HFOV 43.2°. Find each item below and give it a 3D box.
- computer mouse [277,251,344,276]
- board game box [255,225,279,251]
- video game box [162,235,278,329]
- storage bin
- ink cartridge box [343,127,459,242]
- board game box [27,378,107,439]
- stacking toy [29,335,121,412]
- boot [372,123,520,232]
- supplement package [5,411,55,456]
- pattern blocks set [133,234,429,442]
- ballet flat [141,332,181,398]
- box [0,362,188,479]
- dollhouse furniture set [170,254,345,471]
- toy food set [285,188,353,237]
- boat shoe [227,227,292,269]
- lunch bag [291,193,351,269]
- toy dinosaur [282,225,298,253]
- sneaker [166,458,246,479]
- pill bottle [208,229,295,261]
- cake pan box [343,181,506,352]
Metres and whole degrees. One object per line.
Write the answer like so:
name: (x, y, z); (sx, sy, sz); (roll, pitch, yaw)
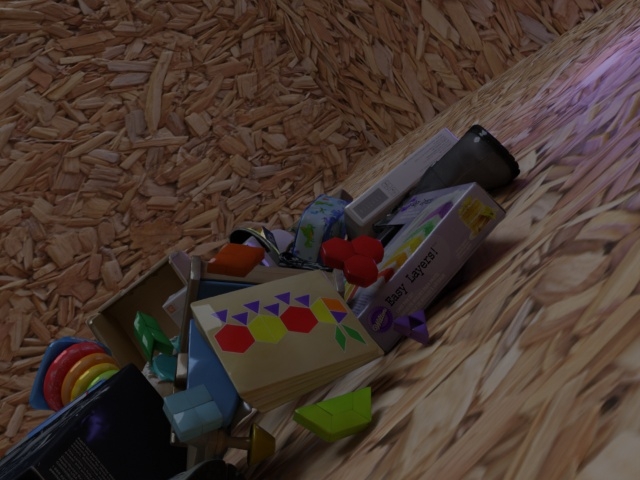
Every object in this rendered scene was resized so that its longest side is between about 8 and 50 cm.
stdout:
computer mouse: (0.022, 0.050, 1.332); (0.106, 0.042, 0.193); (7, -6, 31)
board game box: (-0.151, 0.100, 1.797); (0.165, 0.042, 0.243); (-39, 41, 16)
video game box: (-0.119, 0.126, 1.290); (0.187, 0.205, 0.048); (-36, 8, 20)
storage bin: (-0.355, 0.197, 1.848); (0.262, 0.260, 0.123); (-37, -6, 14)
ink cartridge box: (0.184, -0.090, 1.829); (0.296, 0.066, 0.261); (-39, -19, -12)
board game box: (-0.449, 0.384, 1.522); (0.211, 0.160, 0.039); (-35, -25, 16)
stacking toy: (-0.442, 0.324, 1.671); (0.302, 0.175, 0.165); (19, 88, 38)
boot: (0.209, -0.071, 1.420); (0.223, 0.118, 0.338); (-41, -4, -8)
supplement package: (-0.569, 0.462, 1.713); (0.139, 0.134, 0.244); (-40, 7, -21)
pattern blocks set: (-0.035, 0.102, 0.892); (0.325, 0.285, 0.026); (-7, -46, -22)
ballet flat: (-0.261, 0.276, 1.517); (0.147, 0.147, 0.409); (-38, 3, 1)
box: (-0.364, 0.367, 1.042); (0.343, 0.179, 0.312); (-36, 5, 12)
dollhouse furniture set: (-0.079, 0.211, 1.003); (0.303, 0.198, 0.286); (-97, 17, -49)
toy food set: (-0.006, -0.021, 2.387); (0.220, 0.092, 0.306); (-35, 15, 18)
boat shoe: (-0.114, 0.069, 1.668); (0.109, 0.091, 0.305); (-47, 36, 5)
lunch bag: (0.000, 0.000, 1.818); (0.219, 0.090, 0.176); (-49, -24, -69)
toy dinosaur: (-0.053, 0.010, 1.886); (0.092, 0.053, 0.183); (-62, -4, -5)
sneaker: (-0.188, 0.318, 0.752); (0.122, 0.110, 0.283); (-27, 2, 44)
pill bottle: (-0.188, 0.096, 2.024); (0.323, 0.181, 0.181); (-33, 8, 37)
cake pan box: (0.114, 0.034, 1.134); (0.246, 0.070, 0.267); (-46, 8, -7)
